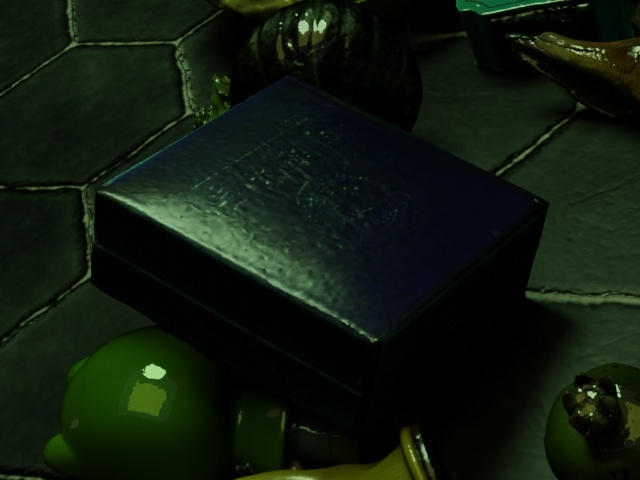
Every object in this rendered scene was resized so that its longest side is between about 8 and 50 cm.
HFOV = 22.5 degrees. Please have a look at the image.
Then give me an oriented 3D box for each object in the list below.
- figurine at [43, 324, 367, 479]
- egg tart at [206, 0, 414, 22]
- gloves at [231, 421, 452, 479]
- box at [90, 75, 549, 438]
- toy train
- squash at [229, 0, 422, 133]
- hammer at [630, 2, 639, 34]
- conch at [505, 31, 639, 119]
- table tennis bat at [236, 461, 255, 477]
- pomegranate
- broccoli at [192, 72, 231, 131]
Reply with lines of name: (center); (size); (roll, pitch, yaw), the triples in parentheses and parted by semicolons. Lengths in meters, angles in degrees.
figurine: (-0.089, 0.146, 1.310); (0.263, 0.143, 0.162); (0, 49, 10)
egg tart: (0.024, -0.325, 1.782); (0.345, 0.132, 0.345); (-14, 40, 12)
gloves: (-0.035, 0.250, 1.197); (0.294, 0.116, 0.133); (-26, 32, 6)
box: (0.000, 0.000, 1.330); (0.279, 0.116, 0.261); (28, 41, 25)
toy train: (0.230, -0.255, 1.633); (0.198, 0.107, 0.154); (-8, 49, 18)
squash: (0.002, -0.140, 1.539); (0.193, 0.193, 0.155); (5, 62, 30)
hammer: (0.415, -0.081, 1.326); (0.168, 0.044, 0.440); (-33, 53, -14)
conch: (0.292, -0.156, 1.501); (0.233, 0.086, 0.080); (24, 58, 40)
table tennis bat: (-0.041, 0.206, 1.253); (0.050, 0.083, 0.007); (-26, 24, 9)
pomegranate: (0.211, 0.137, 1.168); (0.115, 0.142, 0.114); (-14, 57, 23)
broccoli: (-0.092, -0.127, 1.649); (0.095, 0.092, 0.097); (17, 25, 37)
